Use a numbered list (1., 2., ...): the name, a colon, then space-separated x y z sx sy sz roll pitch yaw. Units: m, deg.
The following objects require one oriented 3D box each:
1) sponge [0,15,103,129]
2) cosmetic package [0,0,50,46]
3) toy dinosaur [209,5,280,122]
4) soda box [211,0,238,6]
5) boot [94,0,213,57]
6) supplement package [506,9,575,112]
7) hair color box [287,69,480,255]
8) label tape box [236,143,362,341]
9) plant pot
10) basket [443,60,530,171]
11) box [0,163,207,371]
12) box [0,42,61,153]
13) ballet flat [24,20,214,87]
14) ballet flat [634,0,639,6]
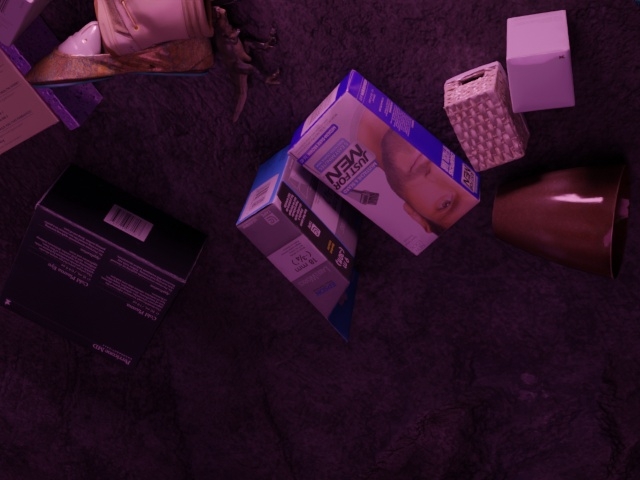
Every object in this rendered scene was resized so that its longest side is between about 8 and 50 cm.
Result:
1. sponge: -0.518 -0.327 1.814 0.031 0.117 0.210 -21 118 29
2. cosmetic package: -0.545 -0.478 1.654 0.151 0.183 0.151 38 143 -14
3. toy dinosaur: -0.137 -0.339 1.764 0.118 0.064 0.268 -4 135 7
4. soda box: -0.219 -0.453 1.700 0.169 0.060 0.053 -7 121 17
5. boot: -0.297 -0.463 1.618 0.204 0.095 0.261 -9 99 9
6. supplement package: 0.376 -0.308 1.603 0.105 0.179 0.105 -5 122 15
7. hair color box: 0.127 -0.146 1.814 0.339 0.110 0.185 36 122 -16
8. label tape box: 0.000 0.000 1.860 0.106 0.240 0.333 -32 113 27
9. plant pot: 0.452 -0.047 1.774 0.231 0.215 0.215 7 127 25
10. basket: 0.307 -0.223 1.724 0.113 0.103 0.167 -19 119 24
11. box: -0.477 0.063 2.039 0.343 0.179 0.312 29 124 -9
12. box: -0.646 -0.313 1.852 0.214 0.117 0.243 -24 117 25
13. ballet flat: -0.374 -0.356 1.734 0.349 0.123 0.123 -6 125 -8
14. ballet flat: 0.623 -0.377 1.581 0.203 0.074 0.074 36 124 -6
